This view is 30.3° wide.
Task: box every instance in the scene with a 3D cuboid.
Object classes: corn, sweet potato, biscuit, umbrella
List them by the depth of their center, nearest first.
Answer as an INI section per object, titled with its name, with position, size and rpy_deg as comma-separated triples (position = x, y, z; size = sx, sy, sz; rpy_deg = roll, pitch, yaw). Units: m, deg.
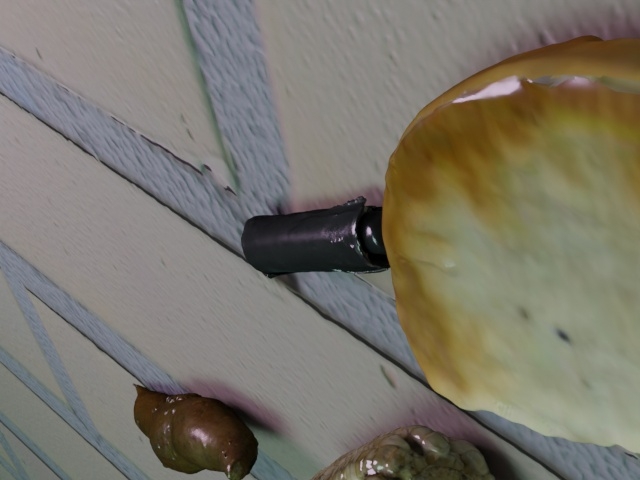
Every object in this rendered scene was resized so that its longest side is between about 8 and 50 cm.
[biscuit]
position = 0.128, 0.024, 0.391
size = 0.309, 0.040, 0.204
rpy_deg = 19, 142, 48
[umbrella]
position = 0.001, 0.001, 0.587
size = 0.036, 0.031, 0.133
rpy_deg = 31, 163, -25
[corn]
position = 0.040, 0.158, 0.693
size = 0.087, 0.087, 0.211
rpy_deg = 48, 161, 3
[sweet potato]
position = -0.109, 0.153, 0.952
size = 0.067, 0.067, 0.274
rpy_deg = 57, 160, -16
